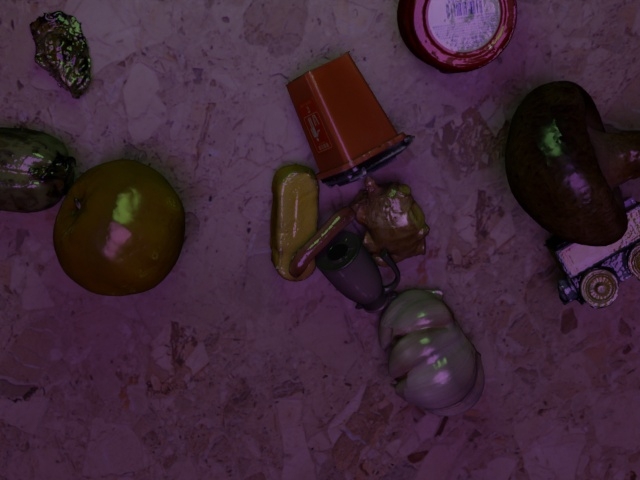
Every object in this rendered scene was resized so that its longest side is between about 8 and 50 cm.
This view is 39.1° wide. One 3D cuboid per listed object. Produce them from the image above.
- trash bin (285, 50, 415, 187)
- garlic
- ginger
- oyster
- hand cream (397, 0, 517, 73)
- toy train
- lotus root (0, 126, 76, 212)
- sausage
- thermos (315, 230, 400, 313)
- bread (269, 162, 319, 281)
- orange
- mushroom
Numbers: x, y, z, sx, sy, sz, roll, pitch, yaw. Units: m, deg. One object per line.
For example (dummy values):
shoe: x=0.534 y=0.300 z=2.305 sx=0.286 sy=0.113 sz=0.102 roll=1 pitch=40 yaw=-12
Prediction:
trash bin: x=0.054 y=-0.246 z=1.800 sx=0.185 sy=0.161 sz=0.238 roll=-28 pitch=97 yaw=-26
garlic: x=0.229 y=0.259 z=1.930 sx=0.203 sy=0.184 sz=0.281 roll=-30 pitch=104 yaw=12
ginger: x=0.143 y=-0.047 z=1.888 sx=0.157 sy=0.102 sz=0.216 roll=-13 pitch=115 yaw=32
oyster: x=-0.517 y=-0.369 z=1.803 sx=0.106 sy=0.056 sz=0.177 roll=-11 pitch=101 yaw=-7
hand cream: x=0.266 y=-0.443 z=1.765 sx=0.230 sy=0.149 sz=0.230 roll=-1 pitch=102 yaw=-3
toy train: x=0.607 y=0.027 z=1.915 sx=0.261 sy=0.134 sz=0.177 roll=-31 pitch=95 yaw=5
lotus root: x=-0.649 y=-0.149 z=1.803 sx=0.310 sy=0.173 sz=0.173 roll=8 pitch=104 yaw=-5
sausage: x=0.000 y=0.000 z=1.848 sx=0.186 sy=0.043 sz=0.043 roll=-46 pitch=102 yaw=-6
thermos: x=0.094 y=0.073 z=1.896 sx=0.137 sy=0.105 sz=0.193 roll=-29 pitch=129 yaw=12
bread: x=-0.052 y=-0.038 z=1.889 sx=0.102 sy=0.094 sz=0.245 roll=-2 pitch=106 yaw=-11
orange: x=-0.395 y=-0.021 z=1.790 sx=0.235 sy=0.279 sz=0.279 roll=30 pitch=103 yaw=-37
mushroom: x=0.543 y=-0.144 z=1.744 sx=0.356 sy=0.334 sz=0.330 roll=3 pitch=69 yaw=34
